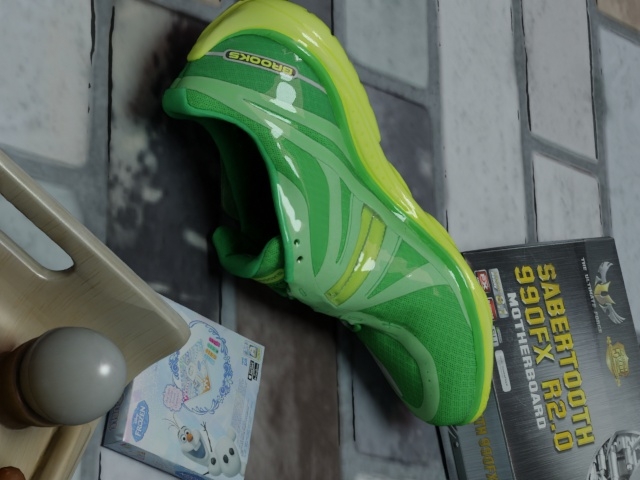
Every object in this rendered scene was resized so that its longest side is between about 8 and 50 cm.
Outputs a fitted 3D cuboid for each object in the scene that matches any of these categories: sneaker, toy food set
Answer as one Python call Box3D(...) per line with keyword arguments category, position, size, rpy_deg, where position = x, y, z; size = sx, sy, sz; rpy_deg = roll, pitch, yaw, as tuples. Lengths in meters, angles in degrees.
Box3D(category="sneaker", position=(0.000, 0.000, 1.019), size=(0.123, 0.109, 0.295), rpy_deg=(-40, 110, -22))
Box3D(category="toy food set", position=(-0.191, 0.097, 0.766), size=(0.220, 0.092, 0.306), rpy_deg=(45, 48, -28))

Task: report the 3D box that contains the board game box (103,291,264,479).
Box3D(category="board game box", position=(-0.075, 0.086, 0.951), size=(0.090, 0.020, 0.090), rpy_deg=(31, 56, -38))

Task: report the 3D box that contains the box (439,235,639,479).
Box3D(category="box", position=(0.156, 0.118, 1.162), size=(0.183, 0.056, 0.231), rpy_deg=(-4, 80, -47))
